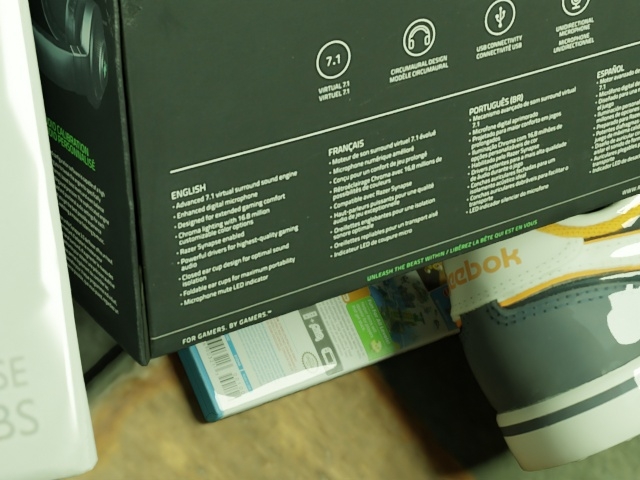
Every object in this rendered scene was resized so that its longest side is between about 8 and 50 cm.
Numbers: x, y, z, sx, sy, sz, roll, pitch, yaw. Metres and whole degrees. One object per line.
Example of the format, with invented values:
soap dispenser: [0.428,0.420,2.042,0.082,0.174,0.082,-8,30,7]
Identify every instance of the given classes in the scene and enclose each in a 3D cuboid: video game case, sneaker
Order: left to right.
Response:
video game case: [0.000,0.000,0.688,0.166,0.015,0.119,-17,77,-32]
sneaker: [0.187,-0.017,0.717,0.321,0.126,0.127,-24,86,-37]

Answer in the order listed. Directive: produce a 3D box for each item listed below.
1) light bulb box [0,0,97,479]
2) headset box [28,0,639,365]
light bulb box: [-0.268,-0.095,0.384,0.358,0.225,0.361,-9,90,-20]
headset box: [0.008,-0.139,0.531,0.246,0.131,0.283,-19,123,-26]
